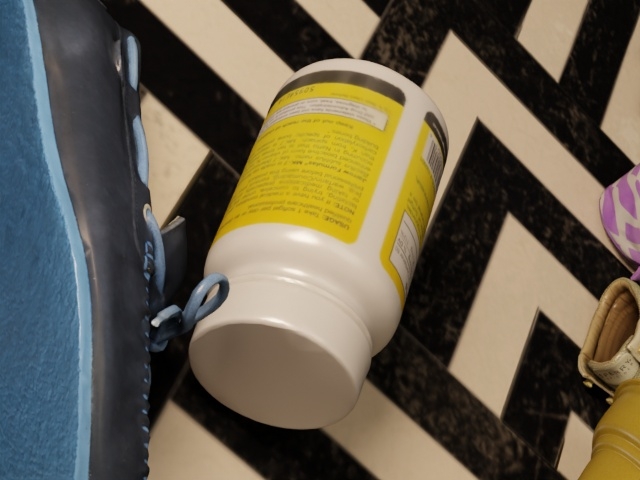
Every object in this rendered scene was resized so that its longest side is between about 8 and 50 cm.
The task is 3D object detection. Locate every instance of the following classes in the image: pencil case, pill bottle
[{"bbox_3d":[0.311,-0.052,1.089,0.086,0.206,0.088,0,62,-36],"label":"pencil case"},{"bbox_3d":[0.000,0.000,0.835,0.119,0.119,0.208,39,47,-21],"label":"pill bottle"}]

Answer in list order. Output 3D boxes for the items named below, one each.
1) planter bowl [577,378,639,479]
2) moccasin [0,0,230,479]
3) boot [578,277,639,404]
[{"bbox_3d":[0.220,0.206,0.912,0.090,0.217,0.217,-27,87,-11],"label":"planter bowl"},{"bbox_3d":[-0.112,0.004,0.719,0.116,0.137,0.342,16,59,-42],"label":"moccasin"},{"bbox_3d":[0.263,0.140,1.027,0.165,0.077,0.213,39,38,-21],"label":"boot"}]
